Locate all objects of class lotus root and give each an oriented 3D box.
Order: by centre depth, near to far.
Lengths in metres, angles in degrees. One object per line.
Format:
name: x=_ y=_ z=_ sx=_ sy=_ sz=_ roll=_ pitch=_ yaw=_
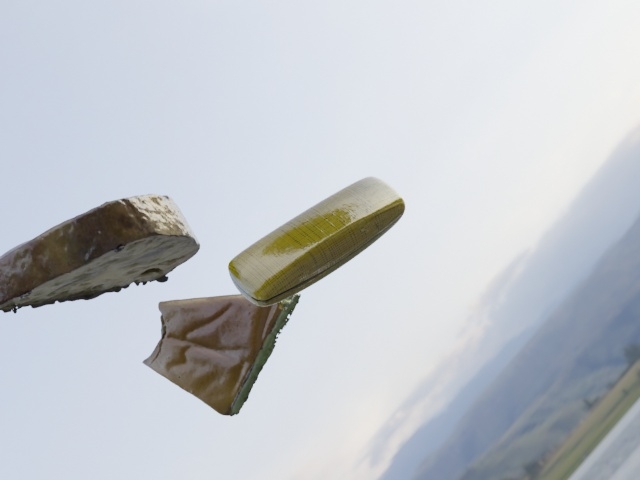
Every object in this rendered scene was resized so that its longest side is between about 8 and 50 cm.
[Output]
lotus root: x=-0.243 y=0.009 z=1.300 sx=0.170 sy=0.074 sz=0.261 roll=-32 pitch=-13 yaw=34

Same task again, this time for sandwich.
sandwich: x=-0.182 y=0.148 z=1.943 sx=0.245 sy=0.212 sz=0.063 roll=-62 pitch=-14 yaw=9

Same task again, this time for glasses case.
glasses case: x=0.000 y=0.000 z=1.326 sx=0.234 sy=0.079 sz=0.064 roll=-33 pitch=-29 yaw=-26
